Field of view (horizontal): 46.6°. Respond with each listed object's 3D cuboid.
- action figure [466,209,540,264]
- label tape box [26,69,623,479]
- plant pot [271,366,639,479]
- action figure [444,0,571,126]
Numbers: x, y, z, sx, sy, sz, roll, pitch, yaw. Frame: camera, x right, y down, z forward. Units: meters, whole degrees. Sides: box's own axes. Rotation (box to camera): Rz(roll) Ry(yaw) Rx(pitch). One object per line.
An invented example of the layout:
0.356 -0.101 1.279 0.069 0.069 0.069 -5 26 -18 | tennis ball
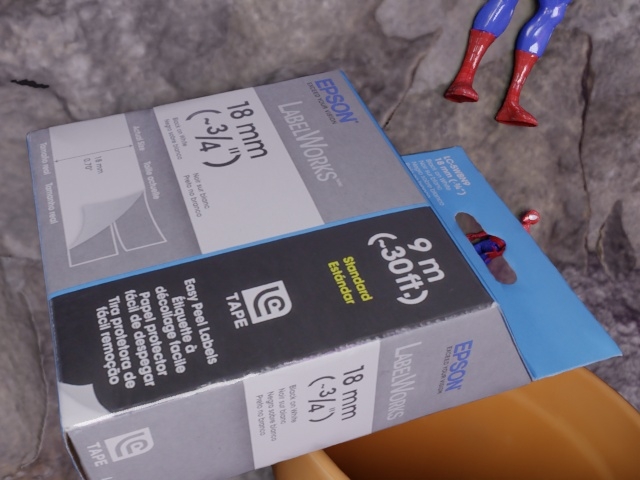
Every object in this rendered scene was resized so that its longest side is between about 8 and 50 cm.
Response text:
0.142 0.009 0.640 0.115 0.038 0.030 -33 126 -7 | action figure
0.000 0.000 0.482 0.334 0.240 0.105 -14 137 -14 | label tape box
0.086 0.204 0.556 0.291 0.291 0.203 9 116 -18 | plant pot
0.199 -0.229 0.558 0.092 0.139 0.280 18 94 -21 | action figure
